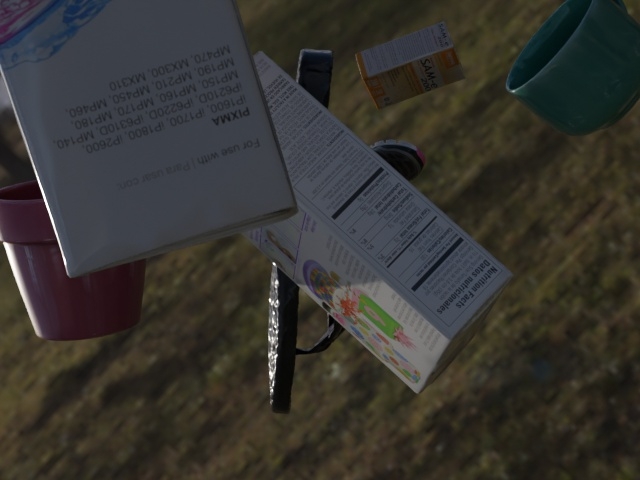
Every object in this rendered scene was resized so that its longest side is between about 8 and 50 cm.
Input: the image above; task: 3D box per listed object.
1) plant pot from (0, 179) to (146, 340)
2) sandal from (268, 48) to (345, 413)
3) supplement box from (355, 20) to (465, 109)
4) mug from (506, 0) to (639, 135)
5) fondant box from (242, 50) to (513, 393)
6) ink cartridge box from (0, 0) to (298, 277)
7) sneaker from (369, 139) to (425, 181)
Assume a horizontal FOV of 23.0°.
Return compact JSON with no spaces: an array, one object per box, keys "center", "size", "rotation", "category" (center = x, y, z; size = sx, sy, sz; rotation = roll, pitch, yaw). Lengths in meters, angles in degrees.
[{"center":[-0.293,0.020,1.912],"size":[0.201,0.180,0.201],"rotation":[-6,10,1],"category":"plant pot"},{"center":[0.000,-0.001,1.870],"size":[0.167,0.107,0.445],"rotation":[-96,13,-79],"category":"sandal"},{"center":[0.093,-0.179,1.619],"size":[0.098,0.062,0.036],"rotation":[-20,59,9],"category":"supplement box"},{"center":[0.265,-0.176,1.519],"size":[0.157,0.097,0.129],"rotation":[-53,11,-4],"category":"mug"},{"center":[0.023,-0.010,1.585],"size":[0.096,0.330,0.238],"rotation":[-44,-10,-15],"category":"fondant box"},{"center":[-0.125,-0.156,0.861],"size":[0.131,0.306,0.226],"rotation":[-16,12,-6],"category":"ink cartridge box"},{"center":[0.050,-0.073,1.961],"size":[0.170,0.063,0.075],"rotation":[-11,36,24],"category":"sneaker"}]
